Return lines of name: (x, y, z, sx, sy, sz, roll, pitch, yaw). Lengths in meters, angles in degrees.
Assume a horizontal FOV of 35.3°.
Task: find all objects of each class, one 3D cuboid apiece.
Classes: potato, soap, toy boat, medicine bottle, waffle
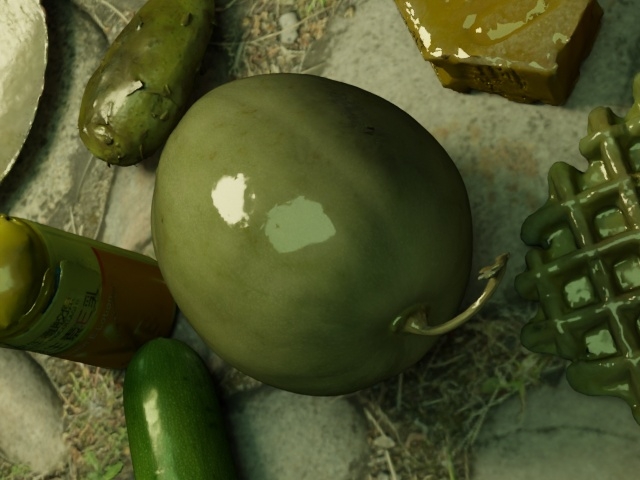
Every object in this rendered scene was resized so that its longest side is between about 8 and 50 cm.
potato: (-0.176, -0.179, 1.050, 0.117, 0.090, 0.225, 17, 77, 32)
soap: (0.152, -0.234, 0.928, 0.160, 0.080, 0.257, -31, 66, 14)
toy boat: (-0.414, -0.201, 1.163, 0.293, 0.111, 0.276, 40, 93, 14)
medicine bottle: (-0.242, 0.050, 0.936, 0.124, 0.239, 0.124, -5, 77, 24)
waffle: (0.313, 0.015, 0.807, 0.309, 0.056, 0.292, 29, 88, 26)

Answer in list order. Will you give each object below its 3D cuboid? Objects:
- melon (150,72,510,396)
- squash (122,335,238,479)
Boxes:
melon: (-0.008, -0.010, 0.846, 0.272, 0.272, 0.308, -30, 50, 14)
squash: (-0.109, 0.262, 0.903, 0.101, 0.101, 0.378, -21, 70, 17)
